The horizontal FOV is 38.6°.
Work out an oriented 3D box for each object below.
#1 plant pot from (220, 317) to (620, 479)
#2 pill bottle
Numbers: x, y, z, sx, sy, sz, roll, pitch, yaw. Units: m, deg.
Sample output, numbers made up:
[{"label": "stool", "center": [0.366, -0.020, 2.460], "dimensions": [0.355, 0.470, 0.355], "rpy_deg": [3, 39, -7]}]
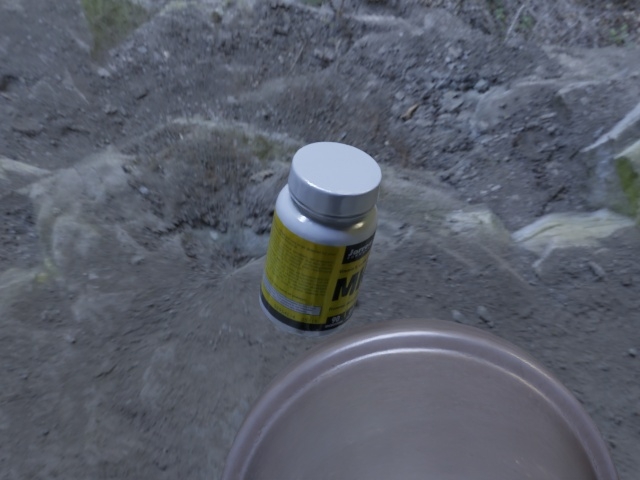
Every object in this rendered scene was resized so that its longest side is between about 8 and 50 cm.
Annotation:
[{"label": "plant pot", "center": [0.053, 0.184, 0.505], "dimensions": [0.263, 0.229, 0.263], "rpy_deg": [0, 92, 5]}, {"label": "pill bottle", "center": [0.000, 0.000, 1.046], "dimensions": [0.119, 0.119, 0.208], "rpy_deg": [8, 129, -5]}]
